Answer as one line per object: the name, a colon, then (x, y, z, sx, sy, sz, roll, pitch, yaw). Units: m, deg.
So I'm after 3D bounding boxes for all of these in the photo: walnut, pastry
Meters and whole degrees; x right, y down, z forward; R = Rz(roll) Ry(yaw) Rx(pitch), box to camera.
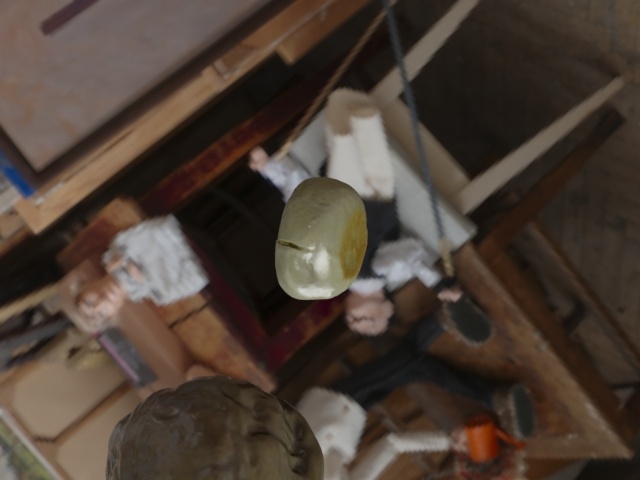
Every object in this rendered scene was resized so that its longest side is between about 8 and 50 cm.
walnut: (-0.114, 0.275, 1.337, 0.248, 0.248, 0.248, 32, 147, 25)
pastry: (0.000, 0.000, 1.544, 0.092, 0.156, 0.156, 6, 133, 23)
